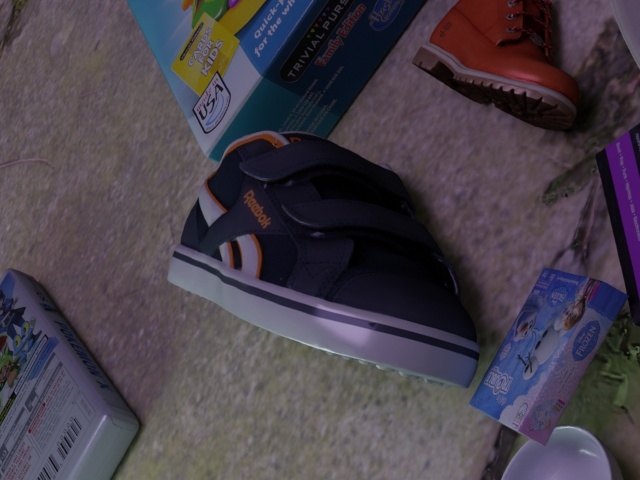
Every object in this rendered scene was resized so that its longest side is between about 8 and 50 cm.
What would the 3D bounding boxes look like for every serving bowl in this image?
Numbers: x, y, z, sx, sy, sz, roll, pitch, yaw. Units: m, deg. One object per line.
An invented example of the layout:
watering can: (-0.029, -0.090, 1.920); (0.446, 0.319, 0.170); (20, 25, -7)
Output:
serving bowl: (0.127, 0.138, 0.850); (0.083, 0.027, 0.083); (-33, 44, 39)

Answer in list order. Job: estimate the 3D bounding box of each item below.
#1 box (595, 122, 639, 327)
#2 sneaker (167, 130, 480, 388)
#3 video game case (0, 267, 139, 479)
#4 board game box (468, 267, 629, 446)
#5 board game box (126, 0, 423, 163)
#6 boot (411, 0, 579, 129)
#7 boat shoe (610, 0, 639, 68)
box: (0.216, -0.038, 0.842); (0.162, 0.029, 0.116); (-39, 41, 36)
sneaker: (0.000, 0.000, 1.035); (0.321, 0.126, 0.127); (20, 92, 59)
video game case: (-0.286, 0.221, 1.381); (0.329, 0.036, 0.300); (-61, 33, 8)
board game box: (0.120, 0.060, 0.887); (0.090, 0.020, 0.090); (-61, 12, -3)
board game box: (-0.035, -0.230, 1.285); (0.254, 0.079, 0.336); (-54, 34, 17)
boot: (0.119, -0.121, 1.014); (0.084, 0.059, 0.158); (-56, 32, 4)
boat shoe: (0.212, -0.164, 0.832); (0.127, 0.158, 0.340); (-29, 55, 26)
